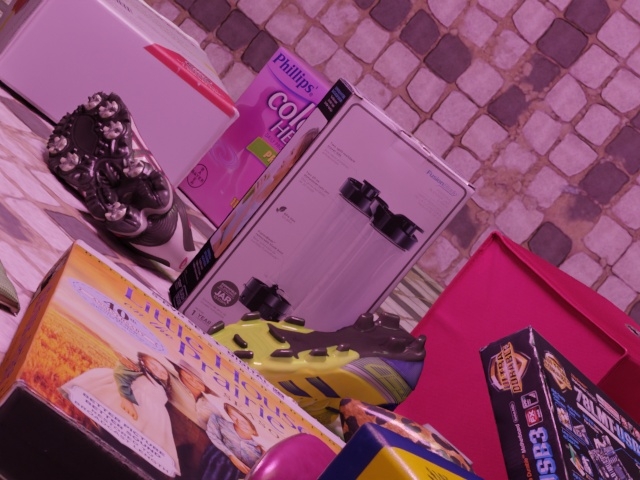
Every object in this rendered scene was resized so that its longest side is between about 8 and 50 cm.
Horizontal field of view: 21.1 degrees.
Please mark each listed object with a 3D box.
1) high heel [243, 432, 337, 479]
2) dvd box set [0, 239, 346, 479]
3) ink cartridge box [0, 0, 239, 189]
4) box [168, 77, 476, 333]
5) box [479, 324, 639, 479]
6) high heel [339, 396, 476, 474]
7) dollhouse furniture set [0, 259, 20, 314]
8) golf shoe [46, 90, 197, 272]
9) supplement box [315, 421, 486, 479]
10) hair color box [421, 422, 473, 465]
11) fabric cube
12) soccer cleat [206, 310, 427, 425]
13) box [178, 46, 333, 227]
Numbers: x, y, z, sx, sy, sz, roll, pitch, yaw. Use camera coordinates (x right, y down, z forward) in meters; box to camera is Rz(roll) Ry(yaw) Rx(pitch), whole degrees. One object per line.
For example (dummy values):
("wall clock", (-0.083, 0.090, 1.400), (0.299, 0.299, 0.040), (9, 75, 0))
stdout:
("high heel", (0.020, 0.190, 1.073), (0.117, 0.082, 0.244), (33, -8, 20))
("dvd box set", (-0.094, 0.153, 1.259), (0.307, 0.062, 0.420), (39, 8, -9))
("ink cartridge box", (-0.280, -0.234, 2.282), (0.279, 0.160, 0.385), (37, 8, -17))
("box", (0.000, 0.000, 1.750), (0.169, 0.290, 0.087), (36, 8, -16))
("box", (0.283, 0.276, 1.760), (0.295, 0.073, 0.293), (41, 30, -45))
("high heel", (0.103, 0.242, 1.540), (0.261, 0.093, 0.186), (49, 2, 5))
("dollhouse furniture set", (-0.280, -0.008, 1.319), (0.151, 0.058, 0.076), (32, 11, -45))
("golf shoe", (-0.218, -0.061, 1.886), (0.120, 0.105, 0.273), (54, 2, -42))
("supplement box", (0.108, 0.294, 0.888), (0.194, 0.195, 0.356), (32, 9, -42))
("hair color box", (0.117, 0.239, 1.851), (0.072, 0.043, 0.141), (41, 6, 12))
("fabric cube", (0.269, 0.186, 2.079), (0.258, 0.259, 0.254), (29, 13, -49))
("soccer cleat", (-0.012, 0.135, 1.648), (0.289, 0.121, 0.093), (1, 27, -44))
("box", (-0.039, -0.096, 2.325), (0.213, 0.243, 0.117), (45, 9, 35))
